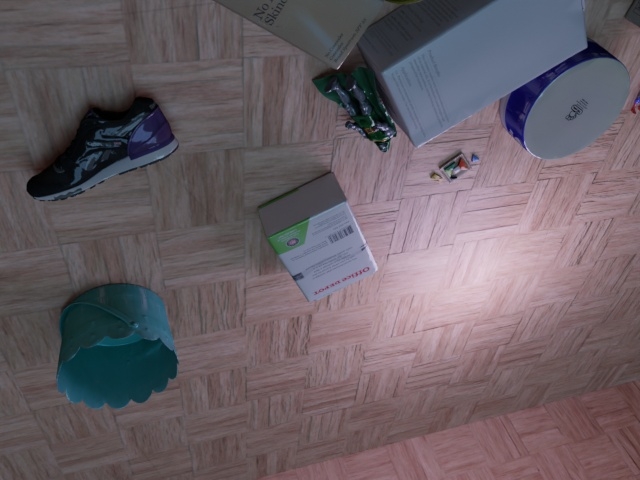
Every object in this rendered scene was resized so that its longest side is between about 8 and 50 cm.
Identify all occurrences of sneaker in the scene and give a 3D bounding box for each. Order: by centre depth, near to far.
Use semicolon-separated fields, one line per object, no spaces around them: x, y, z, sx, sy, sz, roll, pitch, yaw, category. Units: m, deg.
-0.416;-0.176;1.043;0.283;0.107;0.124;-24;123;-5;sneaker

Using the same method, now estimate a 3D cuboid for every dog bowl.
0.551;-0.318;1.295;0.265;0.104;0.265;-12;136;-12;dog bowl

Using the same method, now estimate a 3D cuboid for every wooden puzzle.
0.335;-0.175;1.410;0.116;0.014;0.078;-41;135;17;wooden puzzle

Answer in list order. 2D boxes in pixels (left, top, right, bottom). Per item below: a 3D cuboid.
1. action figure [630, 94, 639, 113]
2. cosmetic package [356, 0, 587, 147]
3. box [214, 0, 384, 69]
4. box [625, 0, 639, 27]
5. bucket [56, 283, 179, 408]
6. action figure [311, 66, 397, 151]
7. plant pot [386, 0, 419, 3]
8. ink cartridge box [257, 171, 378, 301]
0.808;-0.369;1.413;0.038;0.030;0.115;-10;134;-7;action figure
0.288;-0.380;1.086;0.385;0.156;0.217;-30;137;6;cosmetic package
-0.068;-0.421;0.913;0.311;0.121;0.148;16;125;-35;box
0.771;-0.523;1.152;0.127;0.148;0.232;-2;134;-23;box
-0.483;0.248;1.356;0.281;0.183;0.281;-12;136;-12;bucket
0.093;-0.254;1.170;0.137;0.063;0.232;7;159;35;action figure
0.028;-0.527;0.663;0.353;0.366;0.366;12;127;-33;plant pot
0.000;0.000;1.366;0.198;0.114;0.273;-25;137;3;ink cartridge box
